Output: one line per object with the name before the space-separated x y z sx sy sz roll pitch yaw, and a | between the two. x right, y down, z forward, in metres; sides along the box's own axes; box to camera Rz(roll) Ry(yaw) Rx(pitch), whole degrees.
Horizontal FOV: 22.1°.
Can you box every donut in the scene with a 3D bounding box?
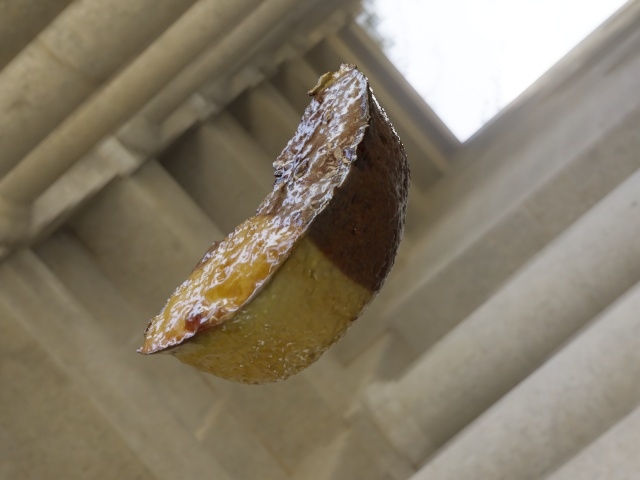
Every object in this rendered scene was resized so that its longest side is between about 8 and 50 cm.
donut | 0.000 0.000 1.286 0.112 0.295 0.151 39 166 -26
